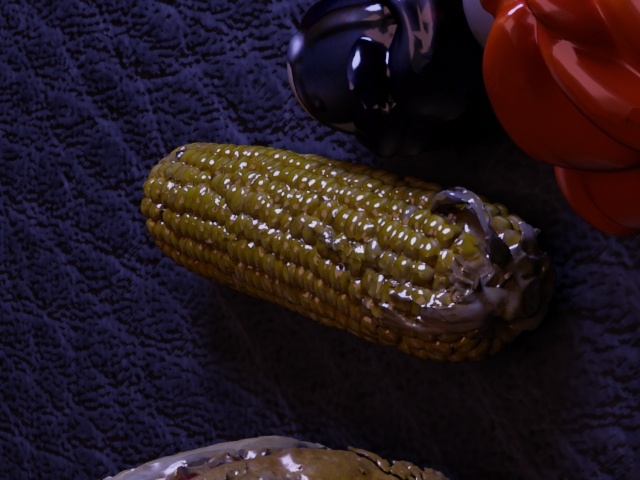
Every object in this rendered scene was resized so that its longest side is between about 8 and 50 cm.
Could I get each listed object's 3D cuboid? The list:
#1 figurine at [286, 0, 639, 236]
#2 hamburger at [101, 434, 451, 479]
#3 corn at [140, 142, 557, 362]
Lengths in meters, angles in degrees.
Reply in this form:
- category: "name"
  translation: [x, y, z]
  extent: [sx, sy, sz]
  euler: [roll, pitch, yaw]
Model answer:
- category: "figurine"
  translation: [0.106, -0.165, 0.768]
  extent: [0.411, 0.241, 0.306]
  euler: [10, 82, 50]
- category: "hamburger"
  translation: [-0.032, 0.217, 0.824]
  extent: [0.163, 0.244, 0.244]
  euler: [-9, 78, 60]
- category: "corn"
  translation: [0.000, 0.000, 0.896]
  extent: [0.293, 0.106, 0.106]
  euler: [13, 93, 39]
